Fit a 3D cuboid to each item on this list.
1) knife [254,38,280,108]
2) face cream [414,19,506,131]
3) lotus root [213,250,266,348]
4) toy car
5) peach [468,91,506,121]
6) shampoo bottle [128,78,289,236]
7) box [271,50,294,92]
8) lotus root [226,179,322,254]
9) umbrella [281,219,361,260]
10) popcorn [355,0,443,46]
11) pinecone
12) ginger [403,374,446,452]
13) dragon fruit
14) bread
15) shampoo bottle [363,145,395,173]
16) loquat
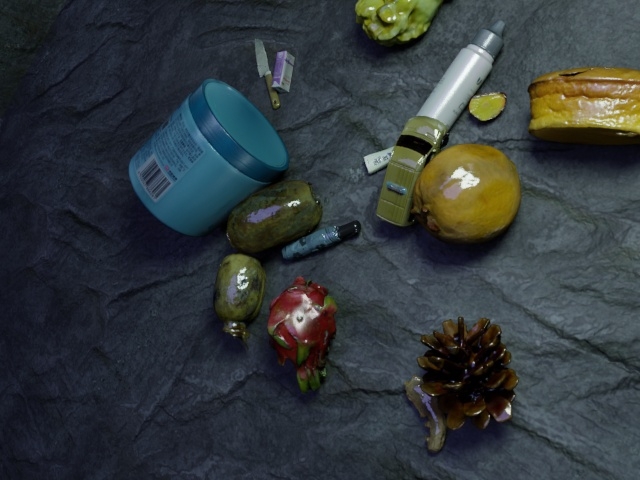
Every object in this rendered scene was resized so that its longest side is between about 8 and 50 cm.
[{"bbox_3d":[-0.178,-0.541,1.708,0.047,0.017,0.297,-29,66,32],"label":"knife"},{"bbox_3d":[0.346,-0.393,1.291,0.092,0.092,0.311,40,103,32],"label":"face cream"},{"bbox_3d":[-0.235,0.164,1.513,0.154,0.154,0.277,-1,79,33],"label":"lotus root"},{"bbox_3d":[0.213,-0.162,1.266,0.101,0.124,0.256,26,121,26],"label":"toy car"},{"bbox_3d":[0.398,-0.327,1.266,0.077,0.050,0.083,43,116,6],"label":"peach"},{"bbox_3d":[-0.326,-0.229,1.548,0.343,0.331,0.331,-38,62,21],"label":"shampoo bottle"},{"bbox_3d":[-0.116,-0.519,1.643,0.036,0.051,0.117,5,81,35],"label":"box"},{"bbox_3d":[-0.134,-0.065,1.474,0.275,0.152,0.160,-28,46,10],"label":"lotus root"},{"bbox_3d":[0.000,-0.002,1.454,0.251,0.052,0.053,-23,86,29],"label":"umbrella"},{"bbox_3d":[0.215,-0.649,1.386,0.286,0.174,0.225,-45,52,16],"label":"popcorn"},{"bbox_3d":[0.302,0.266,1.118,0.203,0.201,0.228,-17,37,3],"label":"pinecone"},{"bbox_3d":[0.245,0.391,1.213,0.070,0.051,0.173,-29,63,29],"label":"ginger"},{"bbox_3d":[-0.038,0.238,1.372,0.199,0.200,0.268,-6,116,26],"label":"dragon fruit"},{"bbox_3d":[0.554,-0.269,1.070,0.270,0.196,0.142,10,95,37],"label":"bread"},{"bbox_3d":[0.182,-0.223,1.397,0.141,0.034,0.048,-22,63,26],"label":"shampoo bottle"},{"bbox_3d":[0.321,-0.098,1.173,0.238,0.238,0.193,-55,28,11],"label":"loquat"}]
